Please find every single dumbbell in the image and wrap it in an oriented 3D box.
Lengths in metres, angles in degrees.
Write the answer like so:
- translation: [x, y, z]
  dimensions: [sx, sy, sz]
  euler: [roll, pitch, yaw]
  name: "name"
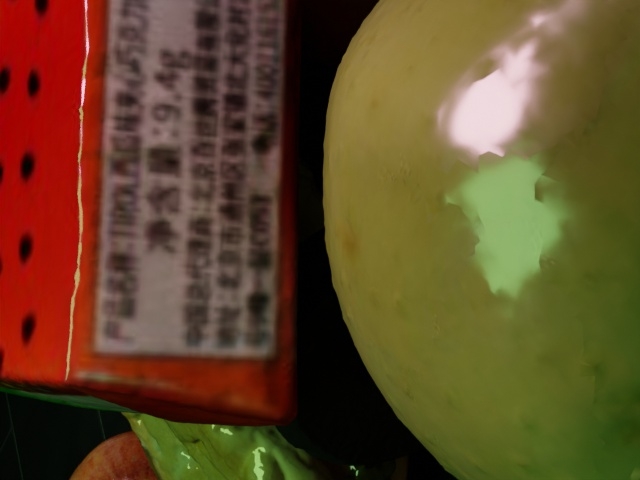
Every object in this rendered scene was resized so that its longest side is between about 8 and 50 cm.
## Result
- translation: [0.000, 0.000, 1.143]
  dimensions: [0.322, 0.203, 0.204]
  euler: [57, 142, 45]
  name: "dumbbell"

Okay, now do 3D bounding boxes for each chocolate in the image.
- translation: [-0.151, -0.051, 1.045]
  dimensions: [0.341, 0.161, 0.360]
  euler: [-7, 81, 61]
  name: "chocolate"

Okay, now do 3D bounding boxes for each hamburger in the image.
- translation: [-0.025, 0.181, 1.240]
  dimensions: [0.209, 0.162, 0.330]
  euler: [-16, 105, 54]
  name: "hamburger"

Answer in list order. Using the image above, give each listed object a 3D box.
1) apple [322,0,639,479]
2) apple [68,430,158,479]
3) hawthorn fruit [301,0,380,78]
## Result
- translation: [0.155, -0.057, 0.687]
  dimensions: [0.360, 0.320, 0.312]
  euler: [-140, 47, -71]
  name: "apple"
- translation: [-0.179, 0.306, 1.564]
  dimensions: [0.188, 0.211, 0.211]
  euler: [77, -173, -86]
  name: "apple"
- translation: [0.056, -0.223, 1.030]
  dimensions: [0.251, 0.189, 0.190]
  euler: [-37, 61, 53]
  name: "hawthorn fruit"
